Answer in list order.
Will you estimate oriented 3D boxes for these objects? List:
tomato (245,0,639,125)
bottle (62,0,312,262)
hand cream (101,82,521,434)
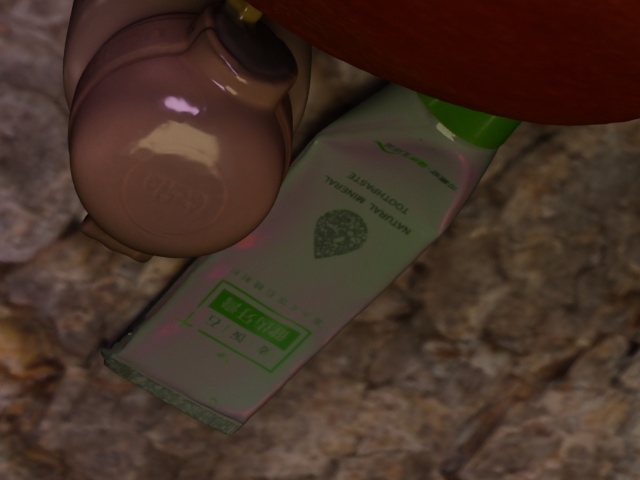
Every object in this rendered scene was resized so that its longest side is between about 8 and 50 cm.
[{"bbox_3d":[0.069,-0.210,0.556,0.273,0.341,0.341,24,122,-14],"label":"tomato"},{"bbox_3d":[-0.047,-0.081,0.723,0.097,0.209,0.110,28,120,-19],"label":"bottle"},{"bbox_3d":[0.000,-0.001,0.889,0.079,0.050,0.275,46,121,2],"label":"hand cream"}]
